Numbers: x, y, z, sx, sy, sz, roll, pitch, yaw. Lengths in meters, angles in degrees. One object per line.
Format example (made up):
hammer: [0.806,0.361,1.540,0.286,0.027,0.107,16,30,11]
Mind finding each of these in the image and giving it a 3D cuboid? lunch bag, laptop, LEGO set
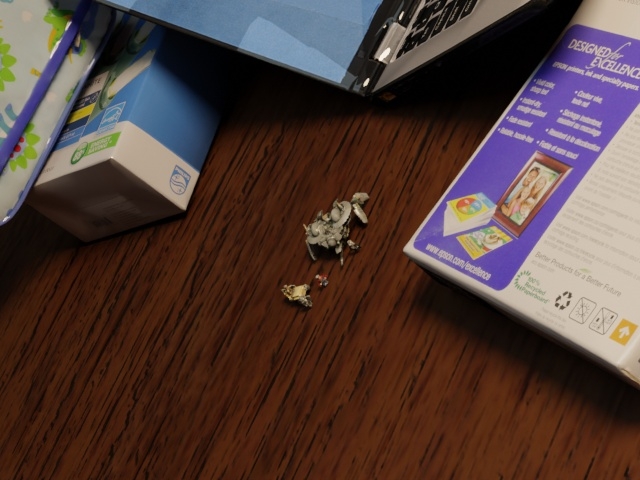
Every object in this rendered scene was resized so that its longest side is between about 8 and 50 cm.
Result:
lunch bag: [-0.258,-0.129,1.274,0.090,0.176,0.219,15,74,53]
laptop: [0.048,-0.312,1.127,0.382,0.236,0.408,-63,13,-15]
LEGO set: [0.001,0.001,1.096,0.054,0.023,0.083,-4,55,50]

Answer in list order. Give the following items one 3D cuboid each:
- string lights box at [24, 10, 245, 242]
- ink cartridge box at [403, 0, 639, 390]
string lights box: [-0.126,-0.135,1.344,0.133,0.077,0.259,-16,47,47]
ink cartridge box: [0.163,-0.041,0.908,0.208,0.045,0.206,-55,32,-3]
